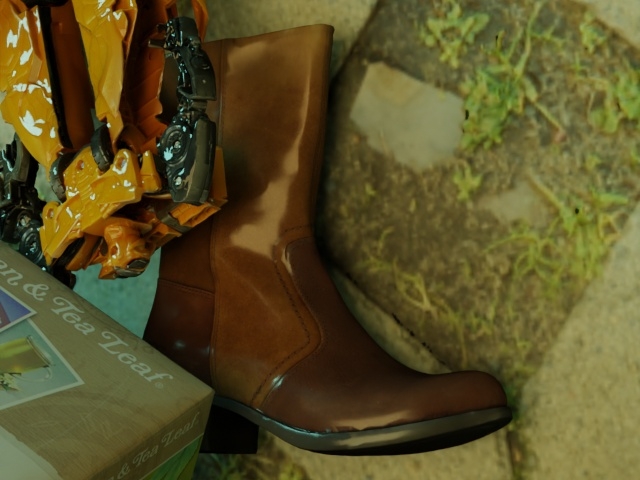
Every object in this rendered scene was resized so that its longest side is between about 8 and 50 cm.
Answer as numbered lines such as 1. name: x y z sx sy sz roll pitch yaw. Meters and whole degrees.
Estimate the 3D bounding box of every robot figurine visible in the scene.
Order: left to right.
1. robot figurine: -0.142 -0.106 1.139 0.211 0.085 0.291 -31 62 35

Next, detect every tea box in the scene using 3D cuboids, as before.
1. tea box: -0.284 0.167 1.112 0.329 0.220 0.323 32 127 22

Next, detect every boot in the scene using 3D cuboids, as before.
1. boot: 0.000 0.000 1.135 0.264 0.096 0.280 -3 80 32
